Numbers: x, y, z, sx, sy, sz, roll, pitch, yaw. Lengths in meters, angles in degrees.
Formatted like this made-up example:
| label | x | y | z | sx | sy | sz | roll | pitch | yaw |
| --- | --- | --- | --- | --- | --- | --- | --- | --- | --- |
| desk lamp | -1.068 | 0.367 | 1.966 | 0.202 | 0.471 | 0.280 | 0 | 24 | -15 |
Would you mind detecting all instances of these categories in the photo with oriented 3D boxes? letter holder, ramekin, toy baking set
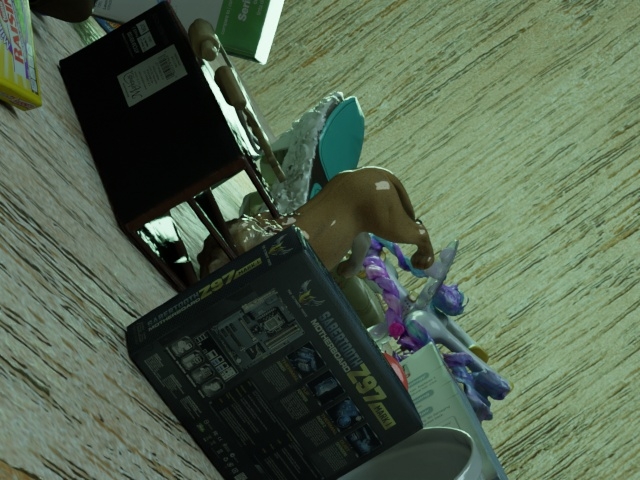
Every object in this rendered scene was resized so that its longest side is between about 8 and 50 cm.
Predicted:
| label | x | y | z | sx | sy | sz | roll | pitch | yaw |
| --- | --- | --- | --- | --- | --- | --- | --- | --- | --- |
| letter holder | -0.157 | -0.091 | 1.731 | 0.214 | 0.152 | 0.301 | 57 | 5 | -48 |
| ramekin | 0.083 | 0.291 | 1.535 | 0.207 | 0.207 | 0.109 | -102 | 169 | -77 |
| toy baking set | -0.101 | -0.165 | 1.708 | 0.196 | 0.030 | 0.256 | 64 | 1 | -26 |

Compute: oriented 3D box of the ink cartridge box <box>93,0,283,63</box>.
| label | x | y | z | sx | sy | sz | roll | pitch | yaw |
| --- | --- | --- | --- | --- | --- | --- | --- | --- | --- |
| ink cartridge box | -0.203 | -0.345 | 2.114 | 0.278 | 0.117 | 0.201 | 16 | 4 | 1 |

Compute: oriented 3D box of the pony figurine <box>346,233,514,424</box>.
| label | x | y | z | sx | sy | sz | roll | pitch | yaw |
| --- | --- | --- | --- | --- | --- | --- | --- | --- | --- |
| pony figurine | 0.160 | 0.149 | 2.464 | 0.363 | 0.303 | 0.351 | 50 | 6 | -6 |

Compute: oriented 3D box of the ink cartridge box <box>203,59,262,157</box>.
| label | x | y | z | sx | sy | sz | roll | pitch | yaw |
| --- | --- | --- | --- | --- | --- | --- | --- | --- | --- |
| ink cartridge box | -0.187 | -0.175 | 2.164 | 0.197 | 0.114 | 0.273 | 58 | 4 | -2 |

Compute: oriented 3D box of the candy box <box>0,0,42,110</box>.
| label | x | y | z | sx | sy | sz | roll | pitch | yaw |
| --- | --- | --- | --- | --- | --- | --- | --- | --- | --- |
| candy box | -0.302 | -0.230 | 1.382 | 0.105 | 0.027 | 0.205 | 23 | 57 | -73 |

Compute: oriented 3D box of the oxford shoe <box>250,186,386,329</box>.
| label | x | y | z | sx | sy | sz | roll | pitch | yaw |
| --- | --- | --- | --- | --- | --- | --- | --- | --- | --- |
| oxford shoe | -0.010 | 0.062 | 2.599 | 0.348 | 0.123 | 0.130 | 47 | 9 | -6 |

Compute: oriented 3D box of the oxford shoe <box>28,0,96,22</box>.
| label | x | y | z | sx | sy | sz | roll | pitch | yaw |
| --- | --- | --- | --- | --- | --- | --- | --- | --- | --- |
| oxford shoe | -0.325 | -0.287 | 1.663 | 0.227 | 0.083 | 0.096 | 28 | 32 | -58 |

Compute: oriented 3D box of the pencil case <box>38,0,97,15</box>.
| label | x | y | z | sx | sy | sz | roll | pitch | yaw |
| --- | --- | --- | --- | --- | --- | --- | --- | --- | --- |
| pencil case | -0.356 | -0.419 | 1.858 | 0.119 | 0.133 | 0.306 | 3 | 47 | -43 |

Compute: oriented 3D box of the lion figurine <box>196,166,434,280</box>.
| label | x | y | z | sx | sy | sz | roll | pitch | yaw |
| --- | --- | --- | --- | --- | --- | --- | --- | --- | --- |
| lion figurine | 0.000 | 0.000 | 1.920 | 0.142 | 0.392 | 0.240 | 17 | -44 | 35 |

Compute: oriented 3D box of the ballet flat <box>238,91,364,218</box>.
| label | x | y | z | sx | sy | sz | roll | pitch | yaw |
| --- | --- | --- | --- | --- | --- | --- | --- | --- | --- |
| ballet flat | -0.042 | -0.080 | 2.161 | 0.147 | 0.147 | 0.409 | 56 | 34 | -29 |

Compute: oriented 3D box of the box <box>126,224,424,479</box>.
| label | x | y | z | sx | sy | sz | roll | pitch | yaw |
| --- | --- | --- | --- | --- | --- | --- | --- | --- | --- |
| box | -0.039 | 0.126 | 1.360 | 0.232 | 0.183 | 0.059 | 56 | 6 | -28 |

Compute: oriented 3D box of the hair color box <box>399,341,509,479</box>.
| label | x | y | z | sx | sy | sz | roll | pitch | yaw |
| --- | --- | --- | --- | --- | --- | --- | --- | --- | --- |
| hair color box | 0.154 | 0.319 | 2.164 | 0.113 | 0.185 | 0.374 | 56 | 5 | -27 |

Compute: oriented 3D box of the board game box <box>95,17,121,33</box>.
| label | x | y | z | sx | sy | sz | roll | pitch | yaw |
| --- | --- | --- | --- | --- | --- | --- | --- | --- | --- |
| board game box | -0.356 | -0.404 | 2.347 | 0.201 | 0.035 | 0.136 | 61 | 5 | 27 |

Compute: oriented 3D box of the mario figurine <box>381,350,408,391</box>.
| label | x | y | z | sx | sy | sz | roll | pitch | yaw |
| --- | --- | --- | --- | --- | --- | --- | --- | --- | --- |
| mario figurine | 0.000 | 0.227 | 1.798 | 0.320 | 0.170 | 0.198 | -6 | 100 | -74 |
